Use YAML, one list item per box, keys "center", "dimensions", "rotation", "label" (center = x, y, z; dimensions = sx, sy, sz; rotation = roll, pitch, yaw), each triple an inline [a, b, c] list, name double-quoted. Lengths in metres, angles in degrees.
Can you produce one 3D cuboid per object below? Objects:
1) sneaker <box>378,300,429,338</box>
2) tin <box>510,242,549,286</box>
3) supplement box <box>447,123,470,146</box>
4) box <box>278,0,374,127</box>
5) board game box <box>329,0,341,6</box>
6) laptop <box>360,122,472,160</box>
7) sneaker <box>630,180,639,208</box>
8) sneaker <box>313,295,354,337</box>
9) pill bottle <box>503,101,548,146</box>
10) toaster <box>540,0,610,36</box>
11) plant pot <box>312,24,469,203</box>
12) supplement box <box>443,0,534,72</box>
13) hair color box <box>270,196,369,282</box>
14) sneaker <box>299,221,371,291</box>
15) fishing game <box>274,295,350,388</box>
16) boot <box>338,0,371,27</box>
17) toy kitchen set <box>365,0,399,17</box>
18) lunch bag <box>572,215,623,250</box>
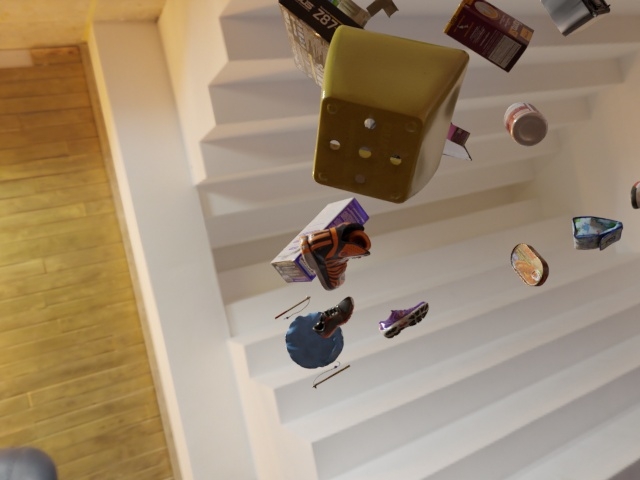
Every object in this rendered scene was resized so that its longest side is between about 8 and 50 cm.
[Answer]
- center: [0.252, 0.228, 1.662]
  dimensions: [0.170, 0.071, 0.068]
  rotation: [-29, -41, -3]
  label: "sneaker"
- center: [0.749, 0.087, 1.953]
  dimensions: [0.040, 0.106, 0.189]
  rotation: [5, 33, -17]
  label: "tin"
- center: [0.473, -0.366, 1.893]
  dimensions: [0.083, 0.055, 0.043]
  rotation: [12, 20, -42]
  label: "supplement box"
- center: [0.049, -0.493, 1.498]
  dimensions: [0.097, 0.318, 0.395]
  rotation: [-47, -7, -2]
  label: "box"
- center: [0.055, -1.090, 2.317]
  dimensions: [0.275, 0.144, 0.142]
  rotation: [-42, 16, 34]
  label: "board game box"
- center: [0.357, -0.352, 2.261]
  dimensions: [0.408, 0.236, 0.382]
  rotation: [-39, -29, 12]
  label: "laptop"
- center: [1.165, -0.165, 1.834]
  dimensions: [0.270, 0.090, 0.145]
  rotation: [-15, 11, -38]
  label: "sneaker"
- center: [0.038, 0.226, 1.622]
  dimensions: [0.065, 0.158, 0.061]
  rotation: [29, 15, -36]
  label: "sneaker"
- center: [0.507, -0.295, 1.359]
  dimensions: [0.086, 0.086, 0.152]
  rotation: [-11, 24, 14]
  label: "pill bottle"
- center: [0.740, -0.697, 1.589]
  dimensions: [0.186, 0.168, 0.110]
  rotation: [-30, -3, -43]
  label: "toaster"
- center: [0.087, -0.176, 0.830]
  dimensions: [0.212, 0.212, 0.187]
  rotation: [16, 40, 10]
  label: "plant pot"
- center: [0.405, -0.503, 1.310]
  dimensions: [0.104, 0.188, 0.081]
  rotation: [-57, -1, -41]
  label: "supplement box"
- center: [0.000, 0.000, 1.936]
  dimensions: [0.339, 0.110, 0.185]
  rotation: [-45, 17, -26]
  label: "hair color box"
- center: [0.069, 0.051, 1.588]
  dimensions: [0.180, 0.124, 0.321]
  rotation: [-18, -23, 9]
  label: "sneaker"
- center: [-0.019, 0.315, 1.730]
  dimensions: [0.189, 0.264, 0.041]
  rotation: [-32, -15, -10]
  label: "fishing game"
- center: [0.125, -0.717, 1.950]
  dimensions: [0.203, 0.262, 0.095]
  rotation: [-47, -1, 19]
  label: "boot"
- center: [0.163, -0.652, 1.506]
  dimensions: [0.068, 0.083, 0.075]
  rotation: [-34, 21, 19]
  label: "toy kitchen set"
- center: [0.946, -0.025, 1.861]
  dimensions: [0.151, 0.096, 0.129]
  rotation: [-6, -22, 23]
  label: "lunch bag"
